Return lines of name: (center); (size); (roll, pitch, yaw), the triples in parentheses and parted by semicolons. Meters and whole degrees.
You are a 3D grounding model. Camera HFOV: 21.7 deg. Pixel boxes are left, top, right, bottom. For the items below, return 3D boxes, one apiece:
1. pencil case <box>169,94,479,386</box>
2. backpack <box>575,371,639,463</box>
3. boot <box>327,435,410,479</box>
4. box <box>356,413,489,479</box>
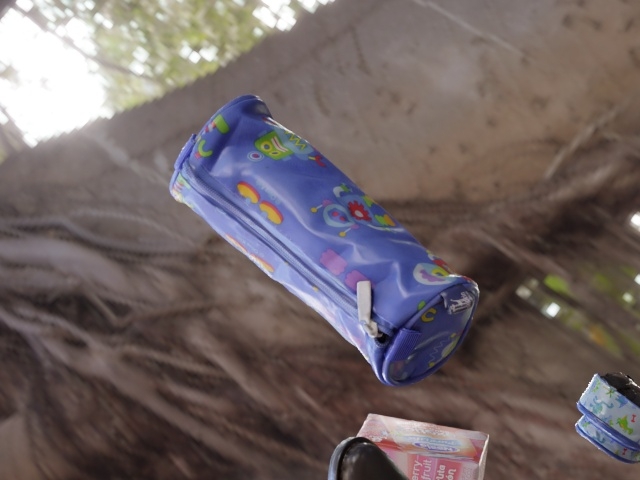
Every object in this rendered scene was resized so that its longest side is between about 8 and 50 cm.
pencil case: (0.000, 0.000, 1.461); (0.133, 0.306, 0.119); (-8, -45, -58)
backpack: (0.344, 0.204, 1.906); (0.084, 0.105, 0.114); (-57, -27, 7)
boot: (0.149, 0.254, 1.415); (0.263, 0.229, 0.091); (54, -133, -9)
box: (0.090, 0.357, 1.819); (0.154, 0.142, 0.300); (-38, -44, -79)
